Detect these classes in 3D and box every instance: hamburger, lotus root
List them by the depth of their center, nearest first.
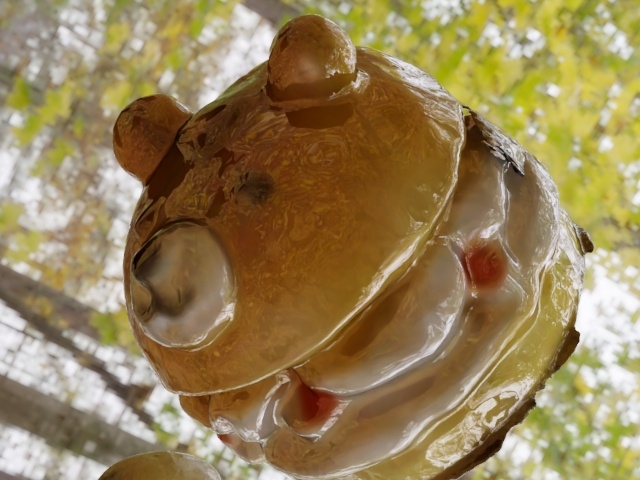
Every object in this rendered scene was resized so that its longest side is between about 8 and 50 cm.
[{"bbox_3d":[0.000,0.000,0.817,0.276,0.237,0.276,-35,-152,22],"label":"hamburger"},{"bbox_3d":[-0.221,0.325,1.723,0.118,0.221,0.125,45,-55,46],"label":"lotus root"}]
